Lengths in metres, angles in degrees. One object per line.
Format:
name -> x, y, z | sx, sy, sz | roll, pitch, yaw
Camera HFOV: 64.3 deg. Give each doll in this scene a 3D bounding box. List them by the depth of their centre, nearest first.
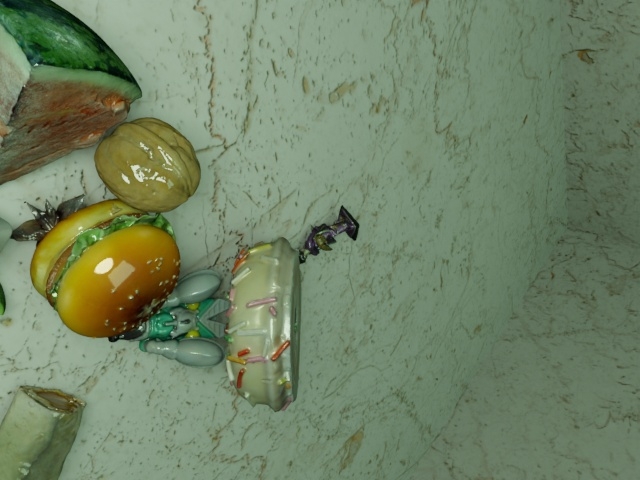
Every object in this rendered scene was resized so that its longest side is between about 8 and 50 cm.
doll -> -0.284, 0.182, 1.047 | 0.258, 0.153, 0.195 | -32, 112, -33

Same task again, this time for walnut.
walnut -> -0.278, -0.121, 0.836 | 0.166, 0.167, 0.149 | -32, 170, -35

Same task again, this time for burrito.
burrito -> -0.534, 0.420, 0.922 | 0.143, 0.105, 0.299 | 24, 87, -54

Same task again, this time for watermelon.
watermelon -> -0.434, -0.244, 0.728 | 0.251, 0.292, 0.283 | 65, 15, 8

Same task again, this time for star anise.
star anise -> -0.437, -0.030, 0.851 | 0.129, 0.056, 0.124 | -47, 136, -1

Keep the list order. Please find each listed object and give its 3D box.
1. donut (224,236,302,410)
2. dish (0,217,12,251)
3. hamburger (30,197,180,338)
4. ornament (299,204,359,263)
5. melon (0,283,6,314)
donut -> -0.118, 0.183, 1.120 | 0.382, 0.142, 0.383 | 0, 90, -89
dish -> -0.556, -0.019, 0.673 | 0.234, 0.064, 0.154 | 38, 67, -29
hamburger -> -0.344, 0.056, 0.863 | 0.246, 0.170, 0.246 | -42, 162, -16
ornament -> 0.002, 0.003, 1.354 | 0.203, 0.088, 0.081 | -36, 156, -16
melon -> -0.580, 0.075, 0.748 | 0.209, 0.064, 0.118 | -11, 120, -42
